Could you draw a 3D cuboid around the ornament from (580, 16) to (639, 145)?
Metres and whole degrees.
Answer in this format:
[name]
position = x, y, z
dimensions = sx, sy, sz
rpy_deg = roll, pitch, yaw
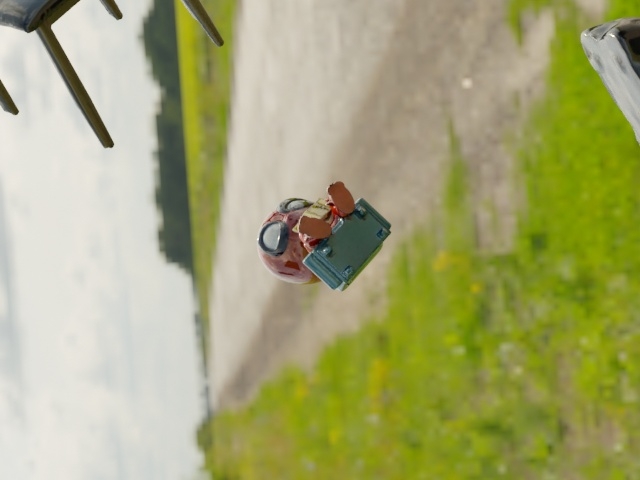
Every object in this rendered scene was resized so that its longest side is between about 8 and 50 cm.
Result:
[ornament]
position = 0.361, -0.128, 1.518
dimensions = 0.251, 0.260, 0.106
rpy_deg = 57, 170, -12

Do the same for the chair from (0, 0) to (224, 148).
[chair]
position = -0.243, -0.241, 1.743
dimensions = 0.188, 0.166, 0.272
rpy_deg = 19, 146, 45

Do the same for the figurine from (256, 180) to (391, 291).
[figurine]
position = 0.000, 0.000, 1.482
dimensions = 0.068, 0.075, 0.140
rpy_deg = -51, 11, -16
